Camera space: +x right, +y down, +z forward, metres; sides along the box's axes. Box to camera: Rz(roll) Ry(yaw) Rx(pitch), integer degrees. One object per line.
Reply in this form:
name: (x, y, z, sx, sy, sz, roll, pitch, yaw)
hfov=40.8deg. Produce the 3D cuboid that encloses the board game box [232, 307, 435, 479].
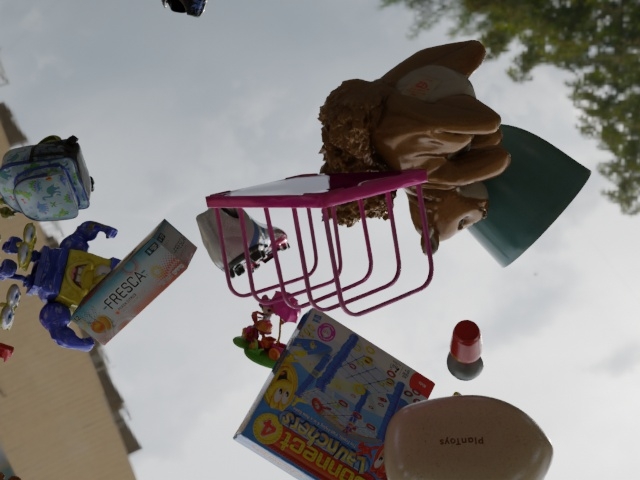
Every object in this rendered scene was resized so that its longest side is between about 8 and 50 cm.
board game box: (0.032, 0.344, 1.737, 0.308, 0.086, 0.302, 32, -115, -5)

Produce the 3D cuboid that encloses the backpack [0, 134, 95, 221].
backpack: (-0.381, -0.079, 1.179, 0.114, 0.105, 0.084, -6, -136, 2)

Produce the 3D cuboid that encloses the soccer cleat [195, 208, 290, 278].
soccer cleat: (-0.146, -0.016, 1.647, 0.116, 0.143, 0.331, -34, 177, 7)

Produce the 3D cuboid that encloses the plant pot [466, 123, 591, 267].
plant pot: (0.423, -0.123, 1.950, 0.235, 0.293, 0.293, 42, -131, 5)

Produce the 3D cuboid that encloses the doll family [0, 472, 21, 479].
doll family: (-0.578, 0.452, 1.446, 0.263, 0.163, 0.118, 26, -161, -1)

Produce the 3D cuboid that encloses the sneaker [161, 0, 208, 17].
sneaker: (-0.265, -0.457, 1.532, 0.081, 0.090, 0.232, 7, -164, -36)

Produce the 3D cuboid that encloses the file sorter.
file sorter: (0.000, 0.000, 1.307, 0.202, 0.182, 0.291, -17, -168, -37)

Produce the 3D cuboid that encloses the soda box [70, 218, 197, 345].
soda box: (-0.247, 0.057, 1.135, 0.183, 0.063, 0.058, -41, -163, 22)

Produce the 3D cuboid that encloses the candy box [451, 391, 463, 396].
candy box: (0.244, 0.405, 1.665, 0.105, 0.027, 0.206, 37, -85, 26)

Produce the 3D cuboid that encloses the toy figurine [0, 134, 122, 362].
toy figurine: (-0.386, 0.048, 1.310, 0.191, 0.217, 0.362, -30, -135, 42)

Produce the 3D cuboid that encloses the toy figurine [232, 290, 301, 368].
toy figurine: (-0.109, 0.185, 1.946, 0.173, 0.159, 0.130, 24, -164, 32)

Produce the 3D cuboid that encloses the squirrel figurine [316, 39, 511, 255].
squirrel figurine: (0.179, -0.154, 1.740, 0.397, 0.370, 0.281, -9, -136, 0)

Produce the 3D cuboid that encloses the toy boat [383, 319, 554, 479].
toy boat: (0.242, 0.294, 1.416, 0.268, 0.148, 0.318, 1, -125, 8)
